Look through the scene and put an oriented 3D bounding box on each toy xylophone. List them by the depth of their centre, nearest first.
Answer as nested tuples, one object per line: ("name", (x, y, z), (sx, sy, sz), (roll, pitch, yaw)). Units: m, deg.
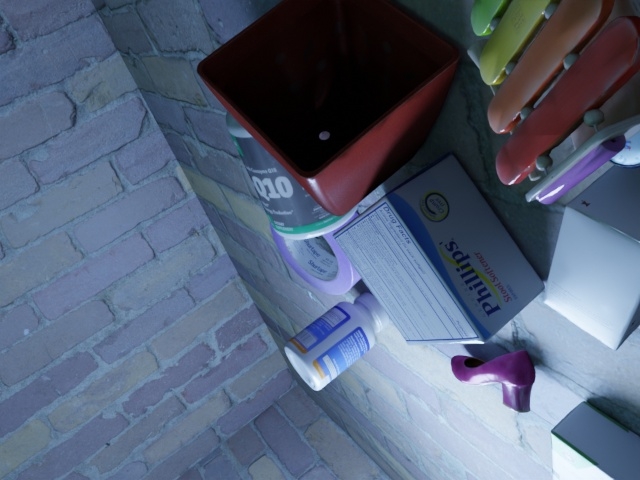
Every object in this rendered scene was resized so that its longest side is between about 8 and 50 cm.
("toy xylophone", (0.199, -0.183, 0.512), (0.236, 0.081, 0.323), (104, 156, -61))

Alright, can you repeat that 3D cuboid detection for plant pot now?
("plant pot", (0.023, -0.194, 0.829), (0.267, 0.267, 0.236), (46, 171, 26))

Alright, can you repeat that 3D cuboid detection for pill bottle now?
("pill bottle", (-0.063, -0.199, 1.073), (0.204, 0.204, 0.361), (31, 149, 51))
("pill bottle", (0.051, 0.261, 1.451), (0.152, 0.272, 0.152), (47, 158, 25))

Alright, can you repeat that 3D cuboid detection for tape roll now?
("tape roll", (0.000, 0.000, 1.339), (0.274, 0.090, 0.275), (32, 144, 27))

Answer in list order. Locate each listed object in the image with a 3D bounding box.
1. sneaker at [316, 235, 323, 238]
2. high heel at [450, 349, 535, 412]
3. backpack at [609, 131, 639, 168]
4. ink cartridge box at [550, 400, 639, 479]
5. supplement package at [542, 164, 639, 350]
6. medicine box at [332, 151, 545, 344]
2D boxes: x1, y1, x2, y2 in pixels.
("sneaker", (-0.006, -0.048, 1.423), (0.058, 0.052, 0.135), (35, 153, 36))
("high heel", (0.334, 0.241, 1.075), (0.244, 0.082, 0.117), (-149, 57, -76))
("backpack", (0.300, -0.121, 0.506), (0.105, 0.084, 0.114), (57, 165, 6))
("ink cartridge box", (0.486, 0.406, 0.913), (0.160, 0.092, 0.220), (35, 153, 47))
("supplement package", (0.339, 0.018, 0.611), (0.105, 0.105, 0.179), (41, 157, 37))
("medicine box", (0.185, 0.032, 0.937), (0.264, 0.149, 0.289), (55, 161, 1))
